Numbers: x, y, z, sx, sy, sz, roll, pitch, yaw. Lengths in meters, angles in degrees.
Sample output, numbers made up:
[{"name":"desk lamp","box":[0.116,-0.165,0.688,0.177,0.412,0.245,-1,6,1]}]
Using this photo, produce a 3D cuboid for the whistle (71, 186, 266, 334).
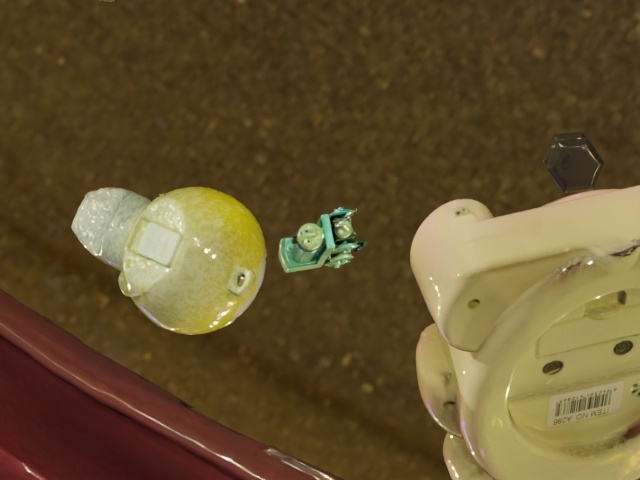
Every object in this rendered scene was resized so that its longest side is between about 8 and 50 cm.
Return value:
[{"name":"whistle","box":[-0.122,0.008,1.505,0.223,0.123,0.123,21,149,46]}]

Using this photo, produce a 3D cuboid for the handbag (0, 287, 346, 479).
[{"name":"handbag","box":[-0.029,0.090,0.458,0.203,0.074,0.216,29,168,24]}]

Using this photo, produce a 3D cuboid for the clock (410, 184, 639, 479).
[{"name":"clock","box":[0.217,0.085,1.516,0.114,0.284,0.309,-115,16,-45]}]

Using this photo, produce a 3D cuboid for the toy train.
[{"name":"toy train","box":[0.000,0.000,1.092,0.045,0.029,0.092,-11,173,-7]}]

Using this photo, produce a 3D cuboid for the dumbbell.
[{"name":"dumbbell","box":[0.176,-0.056,1.284,0.040,0.036,0.083,54,-171,-3]}]
